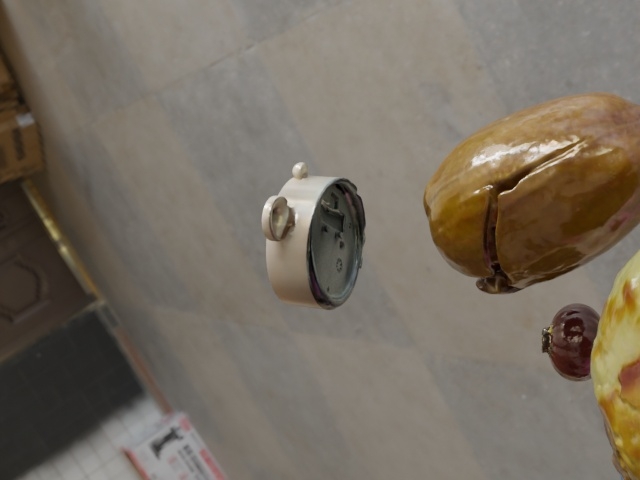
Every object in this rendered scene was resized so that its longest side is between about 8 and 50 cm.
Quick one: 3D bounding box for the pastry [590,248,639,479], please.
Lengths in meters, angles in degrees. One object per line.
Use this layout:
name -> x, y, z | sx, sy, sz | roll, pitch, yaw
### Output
pastry -> 0.437, 0.155, 0.992 | 0.388, 0.313, 0.388 | 25, 133, 30

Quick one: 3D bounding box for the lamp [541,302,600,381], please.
lamp -> 0.330, 0.131, 1.354 | 0.101, 0.090, 0.101 | -1, -90, -79

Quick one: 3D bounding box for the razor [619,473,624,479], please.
razor -> 0.365, 0.317, 1.206 | 0.040, 0.068, 0.135 | 92, 166, -76

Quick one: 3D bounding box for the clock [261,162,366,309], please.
clock -> 0.000, 0.000, 1.202 | 0.063, 0.155, 0.229 | 7, 166, 24

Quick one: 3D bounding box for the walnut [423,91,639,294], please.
walnut -> 0.274, -0.065, 1.239 | 0.336, 0.209, 0.209 | -33, 91, 30
